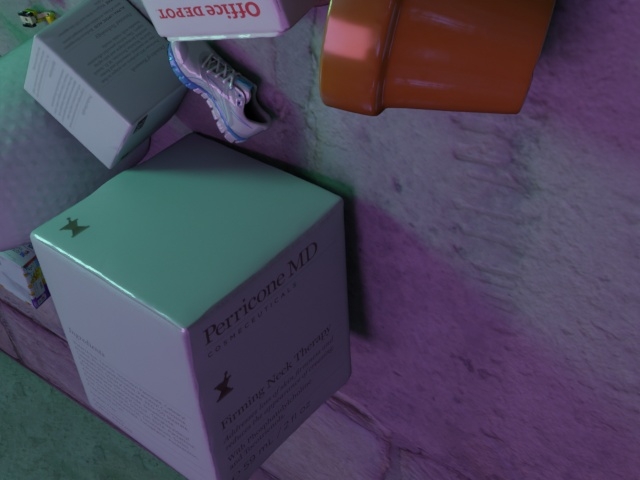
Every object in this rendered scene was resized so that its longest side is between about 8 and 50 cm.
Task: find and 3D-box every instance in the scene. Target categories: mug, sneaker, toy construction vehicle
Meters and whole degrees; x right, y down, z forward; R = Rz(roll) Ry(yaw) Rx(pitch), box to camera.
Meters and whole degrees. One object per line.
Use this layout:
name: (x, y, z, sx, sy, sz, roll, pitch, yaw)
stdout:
mug: (-0.528, -0.176, 1.351, 0.374, 0.328, 0.276, 43, 148, -5)
sneaker: (-0.132, -0.222, 1.143, 0.083, 0.071, 0.191, -7, 134, 42)
toy construction vehicle: (-0.466, -0.387, 1.313, 0.098, 0.035, 0.086, 16, 135, 39)

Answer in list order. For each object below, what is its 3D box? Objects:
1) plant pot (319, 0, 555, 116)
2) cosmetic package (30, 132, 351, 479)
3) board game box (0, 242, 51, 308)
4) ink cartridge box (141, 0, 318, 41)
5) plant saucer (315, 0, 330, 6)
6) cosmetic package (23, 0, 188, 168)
plant pot: (0.118, -0.207, 0.791, 0.188, 0.205, 0.205, 16, 143, 8)
cosmetic package: (-0.178, 0.111, 1.278, 0.327, 0.329, 0.394, 26, 139, 31)
board game box: (-0.497, -0.035, 1.540, 0.144, 0.275, 0.142, 30, 147, 15)
ink cartridge box: (-0.127, -0.359, 0.836, 0.207, 0.117, 0.283, 9, 137, 39)
plant saucer: (-0.059, -0.374, 0.896, 0.278, 0.041, 0.278, 27, 147, 20)
cosmetic package: (-0.312, -0.238, 1.217, 0.183, 0.151, 0.151, 44, 148, -5)
